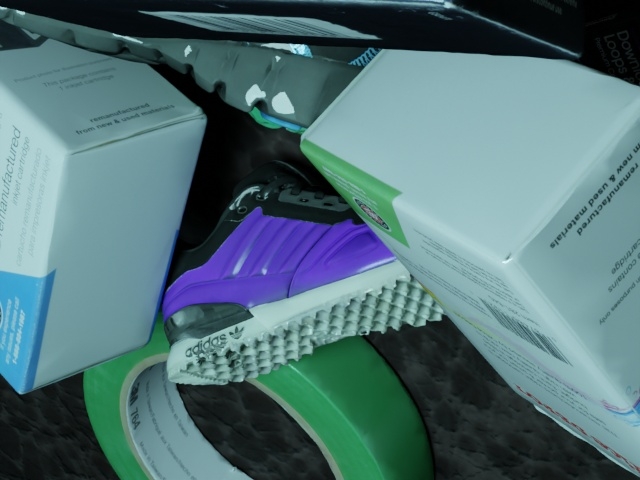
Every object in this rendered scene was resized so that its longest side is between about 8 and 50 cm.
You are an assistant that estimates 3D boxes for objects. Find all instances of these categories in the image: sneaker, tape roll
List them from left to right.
[{"bbox_3d":[-0.106,-0.177,0.884,0.341,0.125,0.139,19,97,9],"label":"sneaker"},{"bbox_3d":[-0.059,0.173,1.222,0.321,0.077,0.321,19,132,23],"label":"tape roll"},{"bbox_3d":[-0.001,0.000,1.019,0.293,0.102,0.146,-20,67,23],"label":"sneaker"}]

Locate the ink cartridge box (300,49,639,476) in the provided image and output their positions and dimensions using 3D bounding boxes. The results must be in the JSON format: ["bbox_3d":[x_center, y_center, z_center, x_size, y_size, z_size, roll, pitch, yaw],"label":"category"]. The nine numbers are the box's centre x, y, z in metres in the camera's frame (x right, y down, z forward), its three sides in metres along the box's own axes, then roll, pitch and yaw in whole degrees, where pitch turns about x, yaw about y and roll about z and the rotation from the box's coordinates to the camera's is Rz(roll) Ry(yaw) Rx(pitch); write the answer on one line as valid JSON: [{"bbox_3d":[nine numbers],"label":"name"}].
[{"bbox_3d":[0.147,0.018,0.800,0.278,0.117,0.201,47,172,-36],"label":"ink cartridge box"}]

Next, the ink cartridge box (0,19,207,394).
[{"bbox_3d":[-0.248,-0.074,1.046,0.307,0.129,0.223,41,132,28],"label":"ink cartridge box"}]

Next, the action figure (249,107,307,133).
[{"bbox_3d":[-0.055,-0.160,0.960,0.137,0.063,0.232,-24,103,43],"label":"action figure"}]

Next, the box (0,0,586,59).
[{"bbox_3d":[-0.022,-0.250,0.675,0.296,0.183,0.294,7,92,28],"label":"box"}]

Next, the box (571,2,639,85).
[{"bbox_3d":[0.175,-0.082,0.878,0.162,0.029,0.116,-14,115,41],"label":"box"}]
